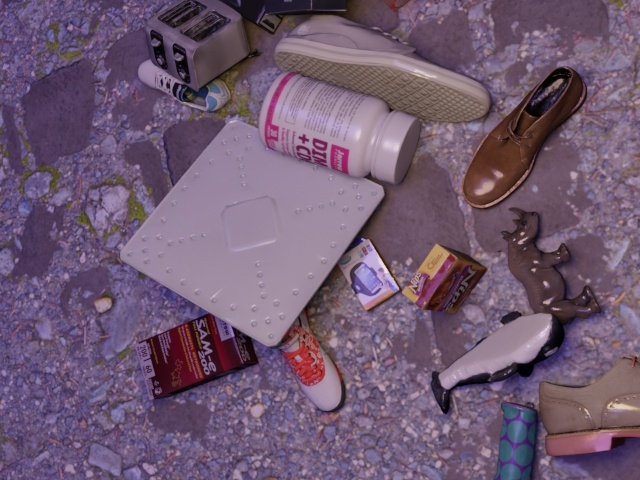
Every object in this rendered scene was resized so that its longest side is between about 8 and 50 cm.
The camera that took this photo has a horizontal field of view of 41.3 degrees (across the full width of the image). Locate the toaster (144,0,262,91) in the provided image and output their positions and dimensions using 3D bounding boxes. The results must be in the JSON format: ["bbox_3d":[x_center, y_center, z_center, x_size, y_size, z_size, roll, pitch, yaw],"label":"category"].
[{"bbox_3d":[-0.251,-0.422,1.787,0.186,0.110,0.168,-40,57,-24],"label":"toaster"}]

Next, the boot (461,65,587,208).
[{"bbox_3d":[0.355,-0.190,1.538,0.112,0.115,0.305,42,103,19],"label":"boot"}]

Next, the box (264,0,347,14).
[{"bbox_3d":[-0.033,-0.521,1.645,0.156,0.093,0.158,14,109,50],"label":"box"}]

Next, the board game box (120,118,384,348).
[{"bbox_3d":[-0.132,-0.023,1.677,0.390,0.050,0.390,27,68,23],"label":"board game box"}]

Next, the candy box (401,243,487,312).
[{"bbox_3d":[0.227,0.072,1.528,0.053,0.187,0.109,39,101,24],"label":"candy box"}]

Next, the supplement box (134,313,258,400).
[{"bbox_3d":[-0.263,0.238,1.786,0.240,0.073,0.130,-24,76,19],"label":"supplement box"}]

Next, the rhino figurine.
[{"bbox_3d":[0.396,0.045,1.521,0.106,0.073,0.243,-30,73,15],"label":"rhino figurine"}]

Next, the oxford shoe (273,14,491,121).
[{"bbox_3d":[0.122,-0.343,1.638,0.450,0.169,0.130,20,68,23],"label":"oxford shoe"}]

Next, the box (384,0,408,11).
[{"bbox_3d":[0.115,-0.628,1.664,0.154,0.142,0.299,-32,74,17],"label":"box"}]

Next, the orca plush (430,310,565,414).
[{"bbox_3d":[0.332,0.232,1.518,0.102,0.151,0.287,39,114,-17],"label":"orca plush"}]

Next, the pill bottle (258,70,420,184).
[{"bbox_3d":[0.038,-0.215,1.643,0.283,0.160,0.160,20,93,17],"label":"pill bottle"}]

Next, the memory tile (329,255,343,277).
[{"bbox_3d":[0.000,0.000,1.728,0.113,0.012,0.147,3,87,24],"label":"memory tile"}]

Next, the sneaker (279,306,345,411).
[{"bbox_3d":[-0.051,0.216,1.657,0.090,0.145,0.270,-28,75,19],"label":"sneaker"}]

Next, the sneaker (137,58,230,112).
[{"bbox_3d":[-0.308,-0.341,1.844,0.237,0.086,0.085,22,120,22],"label":"sneaker"}]

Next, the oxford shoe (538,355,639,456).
[{"bbox_3d":[0.552,0.255,1.401,0.397,0.140,0.146,-17,75,20],"label":"oxford shoe"}]

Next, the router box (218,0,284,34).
[{"bbox_3d":[-0.168,-0.623,1.818,0.309,0.081,0.242,36,100,22],"label":"router box"}]

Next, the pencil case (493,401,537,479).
[{"bbox_3d":[0.348,0.365,1.517,0.070,0.065,0.151,4,87,62],"label":"pencil case"}]

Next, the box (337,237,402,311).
[{"bbox_3d":[0.090,0.061,1.667,0.081,0.028,0.136,-34,78,11],"label":"box"}]
